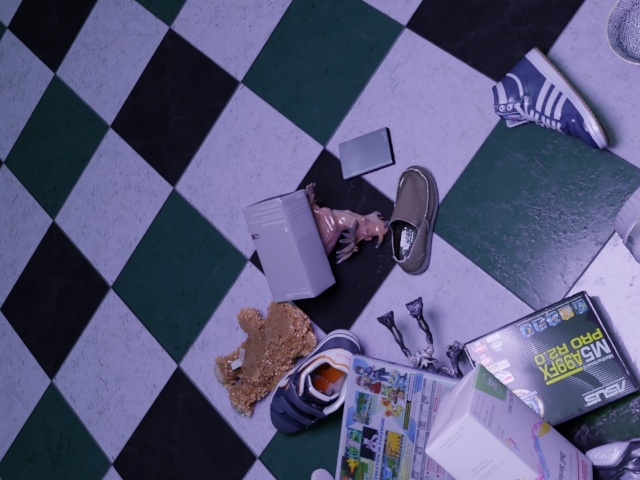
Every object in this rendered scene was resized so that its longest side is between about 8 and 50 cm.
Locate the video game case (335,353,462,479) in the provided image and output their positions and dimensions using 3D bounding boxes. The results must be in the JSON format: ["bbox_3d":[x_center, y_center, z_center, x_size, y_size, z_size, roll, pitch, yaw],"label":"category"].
[{"bbox_3d":[0.179,0.423,1.618,0.300,0.036,0.328,10,96,29],"label":"video game case"}]

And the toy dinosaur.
[{"bbox_3d":[0.000,0.000,1.889,0.296,0.127,0.200,-43,70,25],"label":"toy dinosaur"}]

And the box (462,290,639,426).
[{"bbox_3d":[0.447,0.251,1.560,0.270,0.060,0.216,-26,67,11],"label":"box"}]

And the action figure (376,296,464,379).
[{"bbox_3d":[0.236,0.261,1.681,0.164,0.141,0.275,-28,83,17],"label":"action figure"}]

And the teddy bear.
[{"bbox_3d":[-0.135,0.282,1.938,0.245,0.113,0.338,41,110,37],"label":"teddy bear"}]

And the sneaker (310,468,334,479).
[{"bbox_3d":[0.003,0.631,1.795,0.094,0.080,0.212,-30,67,37],"label":"sneaker"}]

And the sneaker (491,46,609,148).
[{"bbox_3d":[0.468,-0.262,1.653,0.153,0.099,0.282,-38,57,15],"label":"sneaker"}]

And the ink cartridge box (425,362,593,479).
[{"bbox_3d":[0.369,0.409,1.409,0.353,0.207,0.119,41,114,1],"label":"ink cartridge box"}]

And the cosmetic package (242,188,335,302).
[{"bbox_3d":[-0.071,0.014,1.811,0.127,0.107,0.238,-14,98,38],"label":"cosmetic package"}]

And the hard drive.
[{"bbox_3d":[0.111,-0.209,1.913,0.135,0.022,0.094,-17,72,28],"label":"hard drive"}]

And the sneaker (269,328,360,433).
[{"bbox_3d":[-0.026,0.345,1.787,0.126,0.127,0.321,29,117,-9],"label":"sneaker"}]

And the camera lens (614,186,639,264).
[{"bbox_3d":[0.688,0.011,1.391,0.219,0.219,0.274,-46,58,17],"label":"camera lens"}]

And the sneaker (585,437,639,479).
[{"bbox_3d":[0.626,0.429,1.429,0.269,0.101,0.153,-21,71,33],"label":"sneaker"}]

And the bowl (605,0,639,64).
[{"bbox_3d":[0.663,-0.417,1.574,0.170,0.080,0.170,-7,77,31],"label":"bowl"}]

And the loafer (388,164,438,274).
[{"bbox_3d":[0.207,-0.051,1.784,0.094,0.087,0.251,-5,78,31],"label":"loafer"}]
